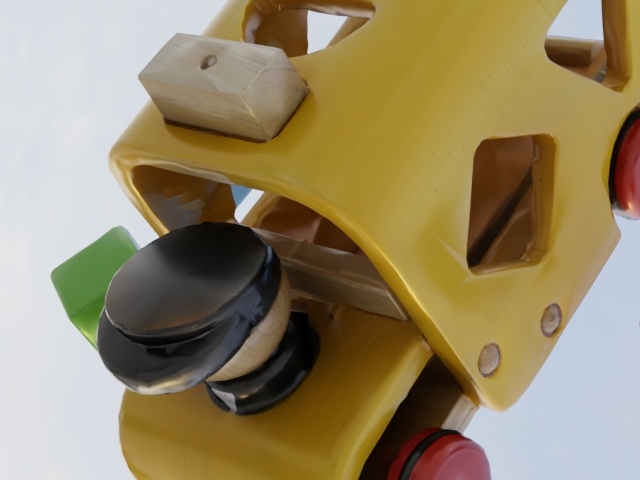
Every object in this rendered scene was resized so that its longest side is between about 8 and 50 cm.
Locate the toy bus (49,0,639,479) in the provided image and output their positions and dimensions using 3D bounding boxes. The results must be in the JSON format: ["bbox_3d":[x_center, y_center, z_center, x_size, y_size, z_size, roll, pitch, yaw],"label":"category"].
[{"bbox_3d":[0.003,-0.010,0.381,0.191,0.104,0.202,-26,-140,12],"label":"toy bus"}]
